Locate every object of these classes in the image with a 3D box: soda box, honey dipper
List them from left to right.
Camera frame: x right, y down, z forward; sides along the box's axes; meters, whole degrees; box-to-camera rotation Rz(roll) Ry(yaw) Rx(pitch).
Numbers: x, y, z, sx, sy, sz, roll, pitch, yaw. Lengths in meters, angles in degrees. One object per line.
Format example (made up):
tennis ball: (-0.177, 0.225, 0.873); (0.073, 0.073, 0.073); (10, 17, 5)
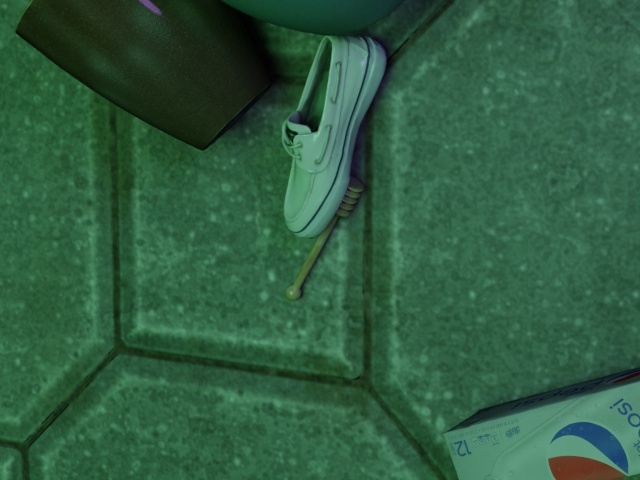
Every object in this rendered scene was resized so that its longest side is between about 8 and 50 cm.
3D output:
honey dipper: (0.000, 0.000, 1.878); (0.030, 0.030, 0.160); (38, 119, 17)
soda box: (0.274, 0.190, 1.724); (0.286, 0.098, 0.091); (-19, 91, 29)

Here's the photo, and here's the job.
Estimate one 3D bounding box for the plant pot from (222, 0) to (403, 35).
plant pot: (0.001, -0.318, 1.702); (0.290, 0.290, 0.195); (-22, 125, 30)

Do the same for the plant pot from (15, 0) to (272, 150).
plant pot: (-0.167, -0.215, 1.842); (0.230, 0.215, 0.215); (45, 118, -2)

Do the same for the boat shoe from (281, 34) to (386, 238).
boat shoe: (-0.007, -0.114, 1.818); (0.083, 0.076, 0.226); (33, 108, 54)
